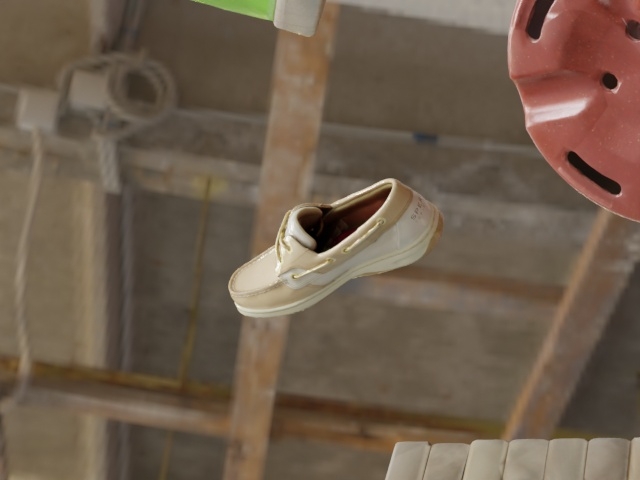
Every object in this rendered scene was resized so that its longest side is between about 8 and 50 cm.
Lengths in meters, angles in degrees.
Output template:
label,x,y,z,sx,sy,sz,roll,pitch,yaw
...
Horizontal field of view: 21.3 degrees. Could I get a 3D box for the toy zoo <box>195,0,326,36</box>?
label,x,y,z,sx,sy,sz,roll,pitch,yaw
toy zoo,-0.117,-0.191,0.583,0.293,0.192,0.030,15,-27,1

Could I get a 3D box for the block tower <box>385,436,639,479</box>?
label,x,y,z,sx,sy,sz,roll,pitch,yaw
block tower,0.173,0.137,0.663,0.335,0.097,0.091,-3,-61,15

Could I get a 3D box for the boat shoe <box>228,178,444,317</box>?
label,x,y,z,sx,sy,sz,roll,pitch,yaw
boat shoe,0.000,0.000,1.156,0.170,0.063,0.059,-24,-53,28

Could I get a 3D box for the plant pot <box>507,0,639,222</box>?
label,x,y,z,sx,sy,sz,roll,pitch,yaw
plant pot,0.277,-0.149,1.141,0.272,0.265,0.272,19,-57,33
